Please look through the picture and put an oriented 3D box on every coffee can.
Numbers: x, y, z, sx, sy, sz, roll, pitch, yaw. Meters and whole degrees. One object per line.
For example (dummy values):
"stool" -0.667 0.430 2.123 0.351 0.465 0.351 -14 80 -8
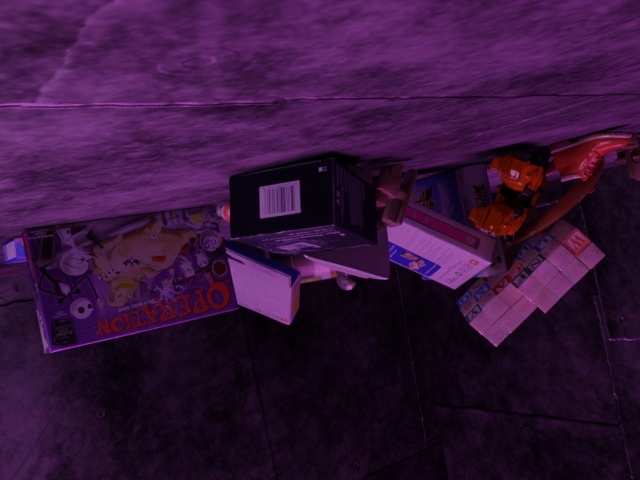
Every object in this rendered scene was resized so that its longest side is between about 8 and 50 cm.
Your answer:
"coffee can" 0.000 0.000 1.625 0.276 0.201 0.201 -10 179 1

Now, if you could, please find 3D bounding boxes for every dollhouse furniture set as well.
"dollhouse furniture set" 0.074 -0.107 1.049 0.151 0.123 0.144 29 159 -26
"dollhouse furniture set" 0.677 -0.176 1.442 0.182 0.101 0.161 -10 179 -20

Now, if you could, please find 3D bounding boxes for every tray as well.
"tray" 0.046 -0.012 1.138 0.145 0.030 0.270 16 -152 -5

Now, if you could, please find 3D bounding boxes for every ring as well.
"ring" 0.502 -0.090 1.484 0.337 0.032 0.336 -40 -169 9

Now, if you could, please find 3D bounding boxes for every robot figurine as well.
"robot figurine" 0.382 -0.094 1.279 0.085 0.211 0.291 26 -165 21

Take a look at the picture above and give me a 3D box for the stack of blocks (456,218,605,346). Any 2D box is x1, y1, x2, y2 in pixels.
"stack of blocks" 0.446 0.086 1.407 0.297 0.087 0.171 -47 -169 11

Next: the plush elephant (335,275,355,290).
"plush elephant" 0.184 -0.005 2.101 0.256 0.271 0.330 7 -139 44

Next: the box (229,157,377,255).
"box" -0.019 -0.040 0.899 0.156 0.093 0.158 -7 168 25

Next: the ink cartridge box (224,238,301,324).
"ink cartridge box" -0.193 0.063 1.488 0.304 0.072 0.307 23 152 8

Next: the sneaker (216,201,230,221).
"sneaker" -0.130 -0.060 1.239 0.075 0.057 0.161 9 -169 32

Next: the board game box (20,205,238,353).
"board game box" -0.325 0.058 1.149 0.347 0.208 0.056 -11 180 -36

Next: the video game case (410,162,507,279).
"video game case" 0.303 -0.034 1.507 0.061 0.244 0.269 -11 179 -24

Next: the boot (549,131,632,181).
"boot" 0.515 -0.159 1.222 0.059 0.084 0.158 -8 177 -36

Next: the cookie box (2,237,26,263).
"cookie box" -0.535 0.014 1.212 0.092 0.040 0.107 -10 179 -38

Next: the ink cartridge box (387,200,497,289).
"ink cartridge box" 0.161 -0.018 1.351 0.371 0.069 0.175 22 154 -5
